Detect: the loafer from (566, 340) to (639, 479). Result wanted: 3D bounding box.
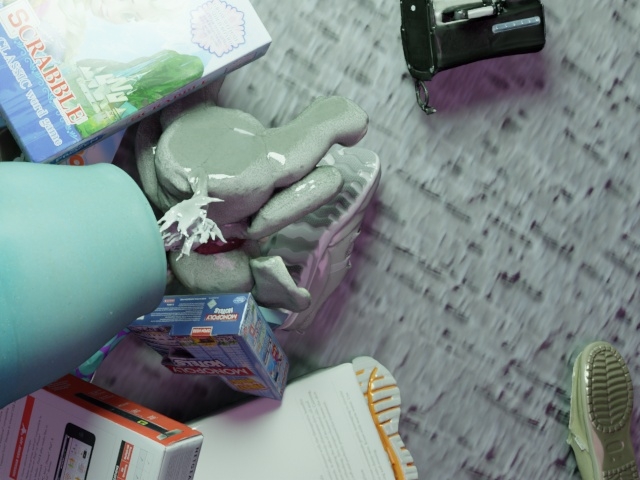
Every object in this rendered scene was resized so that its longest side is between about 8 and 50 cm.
[{"bbox_3d":[0.435,0.294,1.920,0.102,0.092,0.268,-3,87,-27],"label":"loafer"}]

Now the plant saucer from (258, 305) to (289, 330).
[{"bbox_3d":[-0.115,0.121,1.589,0.067,0.192,0.018,15,65,-26],"label":"plant saucer"}]

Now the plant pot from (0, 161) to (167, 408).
[{"bbox_3d":[-0.319,0.031,1.313,0.255,0.272,0.271,-21,111,-35],"label":"plant pot"}]

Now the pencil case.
[{"bbox_3d":[-0.287,0.126,1.574,0.070,0.064,0.151,43,83,-13],"label":"pencil case"}]

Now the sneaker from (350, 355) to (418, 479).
[{"bbox_3d":[0.073,0.275,1.763,0.084,0.083,0.214,-12,89,-27],"label":"sneaker"}]

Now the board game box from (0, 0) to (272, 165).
[{"bbox_3d":[-0.272,-0.289,1.417,0.318,0.066,0.318,-31,90,-15],"label":"board game box"}]

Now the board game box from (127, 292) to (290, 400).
[{"bbox_3d":[-0.131,0.139,1.534,0.194,0.194,0.060,49,46,-47],"label":"board game box"}]

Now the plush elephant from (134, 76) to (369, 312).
[{"bbox_3d":[-0.115,-0.039,1.523,0.272,0.255,0.330,19,52,9],"label":"plush elephant"}]

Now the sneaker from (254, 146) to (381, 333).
[{"bbox_3d":[0.000,0.000,1.671,0.281,0.105,0.115,-58,146,-4],"label":"sneaker"}]

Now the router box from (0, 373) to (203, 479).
[{"bbox_3d":[-0.321,0.340,1.480,0.082,0.301,0.335,-5,113,-62],"label":"router box"}]

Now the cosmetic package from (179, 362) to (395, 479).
[{"bbox_3d":[-0.106,0.316,1.620,0.366,0.155,0.196,-18,87,-17],"label":"cosmetic package"}]

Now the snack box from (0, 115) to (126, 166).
[{"bbox_3d":[-0.364,-0.077,1.459,0.187,0.060,0.321,27,77,-27],"label":"snack box"}]

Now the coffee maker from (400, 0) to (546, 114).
[{"bbox_3d":[0.209,-0.284,1.680,0.178,0.120,0.171,-13,130,-19],"label":"coffee maker"}]
